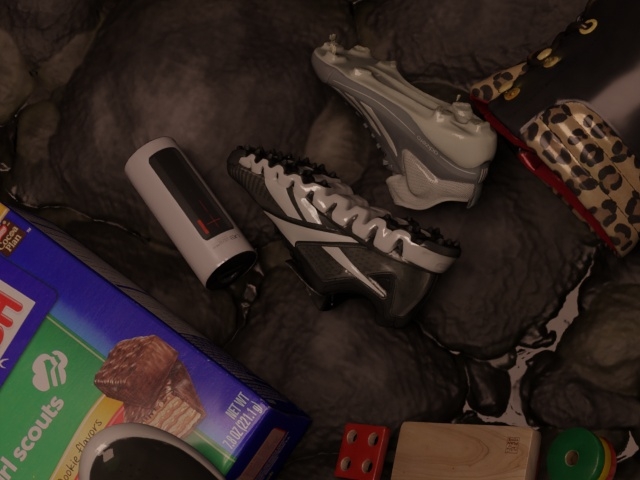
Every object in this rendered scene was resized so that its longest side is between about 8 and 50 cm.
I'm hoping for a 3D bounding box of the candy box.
[{"bbox_3d":[-0.217,0.160,1.253,0.317,0.122,0.268,34,88,21],"label":"candy box"}]

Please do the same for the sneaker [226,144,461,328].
[{"bbox_3d":[0.000,0.000,1.251,0.234,0.078,0.106,30,103,29],"label":"sneaker"}]

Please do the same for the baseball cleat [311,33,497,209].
[{"bbox_3d":[0.057,-0.091,1.262,0.206,0.072,0.109,36,123,40],"label":"baseball cleat"}]

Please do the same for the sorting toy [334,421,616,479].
[{"bbox_3d":[0.106,0.211,1.158,0.274,0.046,0.132,-5,67,45],"label":"sorting toy"}]

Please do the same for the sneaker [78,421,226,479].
[{"bbox_3d":[-0.070,0.265,1.094,0.104,0.147,0.296,-33,114,-11],"label":"sneaker"}]

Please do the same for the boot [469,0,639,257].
[{"bbox_3d":[0.238,-0.196,1.207,0.284,0.138,0.377,-41,75,3],"label":"boot"}]

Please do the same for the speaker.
[{"bbox_3d":[-0.113,-0.023,1.303,0.055,0.055,0.136,-38,70,4],"label":"speaker"}]
